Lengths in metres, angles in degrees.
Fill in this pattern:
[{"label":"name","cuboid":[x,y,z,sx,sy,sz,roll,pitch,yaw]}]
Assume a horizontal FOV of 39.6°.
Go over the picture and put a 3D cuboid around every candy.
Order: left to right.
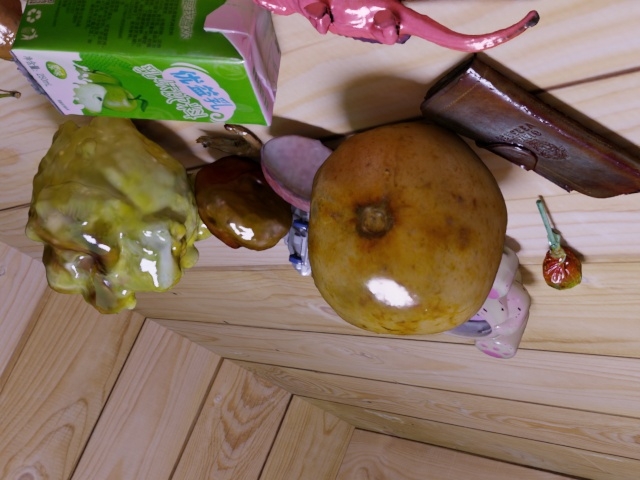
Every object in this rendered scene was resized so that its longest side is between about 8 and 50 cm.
[{"label":"candy","cuboid":[0.315,0.004,1.205,0.060,0.060,0.201,11,152,32]}]

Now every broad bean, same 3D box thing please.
[{"label":"broad bean","cuboid":[-0.118,-0.059,1.345,0.156,0.122,0.228,36,-174,-19]}]

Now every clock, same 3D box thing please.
[{"label":"clock","cuboid":[0.196,0.071,1.432,0.284,0.114,0.309,18,161,18]}]

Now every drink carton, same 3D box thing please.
[{"label":"drink carton","cuboid":[-0.189,-0.214,0.988,0.271,0.108,0.161,4,162,8]}]

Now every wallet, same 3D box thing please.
[{"label":"wallet","cuboid":[0.238,-0.111,0.977,0.255,0.031,0.137,27,162,-13]}]

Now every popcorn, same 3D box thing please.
[{"label":"popcorn","cuboid":[-0.336,-0.051,1.439,0.312,0.312,0.312,21,162,7]}]

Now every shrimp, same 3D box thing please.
[{"label":"shrimp","cuboid":[-0.141,-0.155,1.331,0.114,0.023,0.083,12,157,16]}]

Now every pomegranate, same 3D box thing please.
[{"label":"pomegranate","cuboid":[0.103,-0.011,1.055,0.260,0.260,0.260,21,162,7]}]

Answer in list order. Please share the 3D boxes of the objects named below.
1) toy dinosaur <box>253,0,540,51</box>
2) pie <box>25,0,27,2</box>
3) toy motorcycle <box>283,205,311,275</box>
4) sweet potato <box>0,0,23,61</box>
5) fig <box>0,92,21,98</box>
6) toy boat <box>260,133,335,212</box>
[{"label":"toy dinosaur","cuboid":[0.070,-0.209,0.871,0.286,0.070,0.139,14,171,15]},{"label":"pie","cuboid":[-0.282,-0.301,1.026,0.185,0.052,0.218,29,160,-15]},{"label":"toy motorcycle","cuboid":[0.000,0.000,1.424,0.112,0.112,0.254,31,-176,-25]},{"label":"sweet potato","cuboid":[-0.468,-0.329,1.130,0.097,0.097,0.251,8,152,39]},{"label":"fig","cuboid":[-0.610,-0.238,1.554,0.166,0.093,0.093,21,162,4]},{"label":"toy boat","cuboid":[0.016,-0.062,1.309,0.206,0.096,0.282,27,172,12]}]
